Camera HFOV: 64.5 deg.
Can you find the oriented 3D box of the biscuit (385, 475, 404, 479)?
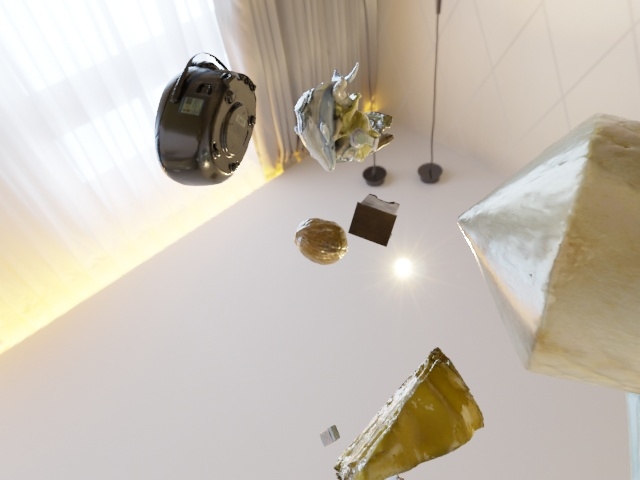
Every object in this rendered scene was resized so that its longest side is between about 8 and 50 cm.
[{"bbox_3d":[0.229,0.650,1.179,0.277,0.052,0.262,-25,-147,20],"label":"biscuit"}]

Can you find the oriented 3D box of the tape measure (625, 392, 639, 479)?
[{"bbox_3d":[0.672,0.388,0.929,0.246,0.125,0.243,23,-114,-23],"label":"tape measure"}]

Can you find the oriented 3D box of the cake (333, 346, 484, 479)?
[{"bbox_3d":[0.092,0.201,0.582,0.184,0.080,0.116,-16,-94,5],"label":"cake"}]

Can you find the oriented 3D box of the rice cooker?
[{"bbox_3d":[-0.173,-0.180,0.777,0.118,0.142,0.203,11,-98,23],"label":"rice cooker"}]

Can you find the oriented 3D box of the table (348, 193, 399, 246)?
[{"bbox_3d":[0.114,-0.045,1.032,0.083,0.070,0.082,20,-156,12],"label":"table"}]

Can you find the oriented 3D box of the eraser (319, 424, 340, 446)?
[{"bbox_3d":[0.024,0.508,1.319,0.019,0.083,0.038,-10,-118,-28],"label":"eraser"}]

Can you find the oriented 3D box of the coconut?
[{"bbox_3d":[0.313,0.011,0.564,0.328,0.329,0.329,-5,-132,5],"label":"coconut"}]

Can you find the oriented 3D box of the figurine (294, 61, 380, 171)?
[{"bbox_3d":[0.037,-0.240,1.003,0.183,0.209,0.128,13,-176,-27],"label":"figurine"}]

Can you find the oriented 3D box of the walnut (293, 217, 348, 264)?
[{"bbox_3d":[0.000,0.000,1.087,0.124,0.105,0.105,16,-144,-35],"label":"walnut"}]

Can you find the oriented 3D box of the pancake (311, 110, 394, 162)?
[{"bbox_3d":[0.077,-0.250,1.225,0.211,0.029,0.235,-14,-145,9],"label":"pancake"}]
